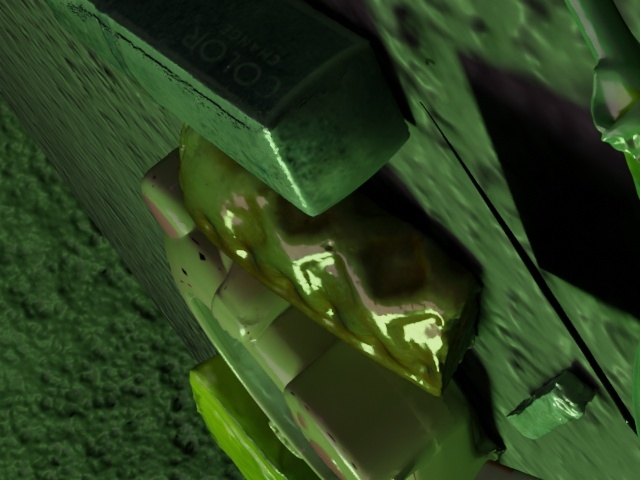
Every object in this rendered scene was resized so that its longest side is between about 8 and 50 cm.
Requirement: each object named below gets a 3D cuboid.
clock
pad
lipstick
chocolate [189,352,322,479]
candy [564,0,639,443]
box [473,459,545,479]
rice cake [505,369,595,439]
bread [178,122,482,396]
[{"bbox_3d":[-0.007,0.082,1.008,0.309,0.114,0.284,47,169,27],"label":"clock"},{"bbox_3d":[0.098,0.035,0.535,0.127,0.004,0.190,50,-170,-41],"label":"pad"},{"bbox_3d":[-0.067,-0.110,0.732,0.289,0.077,0.076,38,162,47],"label":"lipstick"},{"bbox_3d":[0.023,0.223,1.264,0.289,0.137,0.301,49,167,13],"label":"chocolate"},{"bbox_3d":[0.087,-0.042,0.402,0.305,0.083,0.091,61,162,-6],"label":"candy"},{"bbox_3d":[0.198,0.177,0.464,0.273,0.048,0.265,35,171,-10],"label":"box"},{"bbox_3d":[0.125,0.091,0.748,0.022,0.021,0.121,40,166,7],"label":"rice cake"},{"bbox_3d":[0.000,0.000,0.814,0.232,0.088,0.128,41,173,25],"label":"bread"}]
